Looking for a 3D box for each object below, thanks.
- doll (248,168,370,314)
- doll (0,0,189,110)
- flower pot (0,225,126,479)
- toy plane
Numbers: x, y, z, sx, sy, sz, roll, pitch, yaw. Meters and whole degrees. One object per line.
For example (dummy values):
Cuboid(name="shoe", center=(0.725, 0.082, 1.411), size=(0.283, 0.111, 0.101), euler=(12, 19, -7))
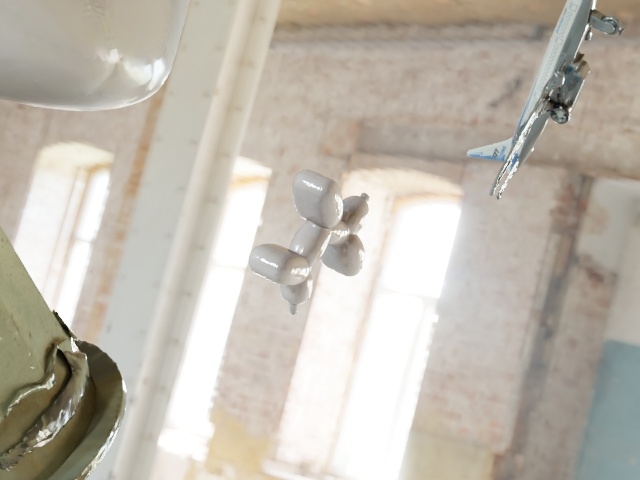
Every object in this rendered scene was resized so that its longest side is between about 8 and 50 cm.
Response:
Cuboid(name="doll", center=(0.000, 0.000, 1.384), size=(0.059, 0.161, 0.160), euler=(23, -16, 27))
Cuboid(name="doll", center=(-0.065, -0.171, 0.469), size=(0.221, 0.251, 0.221), euler=(8, -5, 1))
Cuboid(name="flower pot", center=(-0.233, 0.043, 0.666), size=(0.212, 0.212, 0.203), euler=(9, -49, 40))
Cuboid(name="toy plane", center=(0.195, -0.131, 1.100), size=(0.058, 0.226, 0.226), euler=(33, -43, 3))
